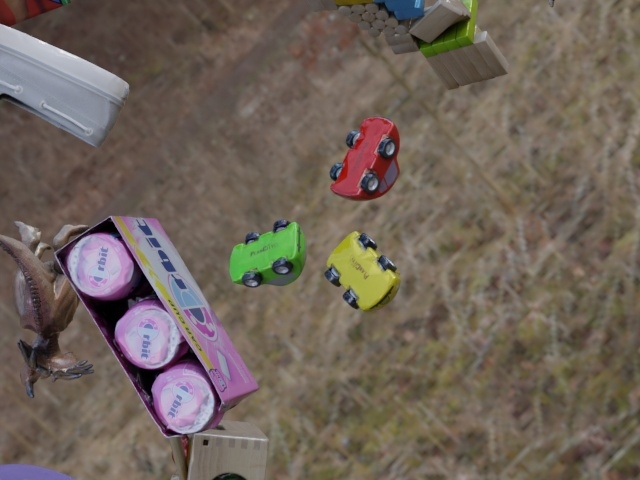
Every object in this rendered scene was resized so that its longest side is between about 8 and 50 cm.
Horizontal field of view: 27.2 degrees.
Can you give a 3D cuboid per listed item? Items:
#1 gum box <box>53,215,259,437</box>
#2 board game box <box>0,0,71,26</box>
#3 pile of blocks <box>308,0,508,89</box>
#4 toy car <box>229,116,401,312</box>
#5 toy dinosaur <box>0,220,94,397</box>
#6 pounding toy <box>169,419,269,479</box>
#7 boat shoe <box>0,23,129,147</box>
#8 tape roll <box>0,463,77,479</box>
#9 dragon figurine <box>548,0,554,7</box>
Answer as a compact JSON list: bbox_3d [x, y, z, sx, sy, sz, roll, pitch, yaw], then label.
[{"bbox_3d":[-0.131,0.074,1.103,0.062,0.188,0.107,-34,-7,10],"label":"gum box"},{"bbox_3d":[-0.430,-0.398,1.637,0.145,0.281,0.027,-22,32,-4],"label":"board game box"},{"bbox_3d":[0.133,-0.365,1.983,0.149,0.362,0.112,-34,38,48],"label":"pile of blocks"},{"bbox_3d":[0.000,0.000,1.431,0.225,0.053,0.239,-21,51,31],"label":"toy car"},{"bbox_3d":[-0.364,0.092,1.757,0.295,0.127,0.200,76,-155,-67],"label":"toy dinosaur"},{"bbox_3d":[-0.107,0.219,1.225,0.141,0.100,0.130,-178,94,-79],"label":"pounding toy"},{"bbox_3d":[-0.233,-0.120,0.953,0.063,0.184,0.066,-70,17,-4],"label":"boat shoe"},{"bbox_3d":[-0.325,0.342,1.492,0.080,0.189,0.189,-63,3,20],"label":"tape roll"},{"bbox_3d":[0.228,-0.336,1.382,0.289,0.144,0.085,-122,41,-50],"label":"dragon figurine"}]
